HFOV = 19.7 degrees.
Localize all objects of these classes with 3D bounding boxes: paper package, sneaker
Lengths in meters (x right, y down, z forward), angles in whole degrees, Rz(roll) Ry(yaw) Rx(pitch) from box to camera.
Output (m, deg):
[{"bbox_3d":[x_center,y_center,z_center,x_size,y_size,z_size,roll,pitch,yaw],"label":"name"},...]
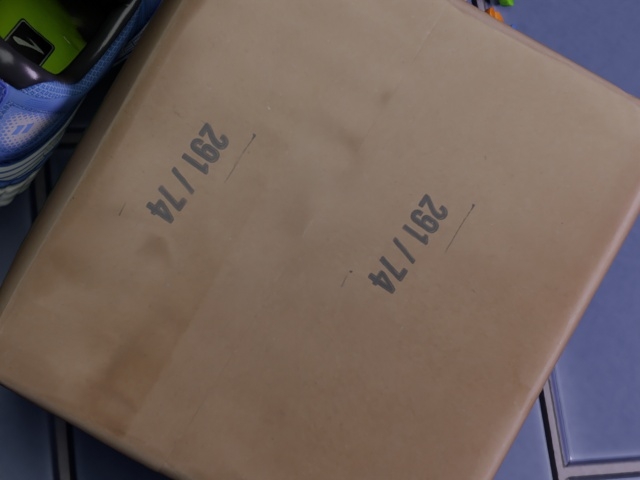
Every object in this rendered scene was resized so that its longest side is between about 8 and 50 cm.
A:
[{"bbox_3d":[0.000,0.000,1.106,0.309,0.168,0.325,29,87,-2],"label":"paper package"},{"bbox_3d":[-0.143,-0.165,1.120,0.129,0.147,0.330,34,45,-15],"label":"sneaker"}]

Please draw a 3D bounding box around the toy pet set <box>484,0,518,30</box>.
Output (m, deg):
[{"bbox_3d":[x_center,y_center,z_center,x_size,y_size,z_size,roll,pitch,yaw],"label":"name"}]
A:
[{"bbox_3d":[0.085,-0.203,1.323,0.065,0.114,0.122,-16,70,24],"label":"toy pet set"}]
